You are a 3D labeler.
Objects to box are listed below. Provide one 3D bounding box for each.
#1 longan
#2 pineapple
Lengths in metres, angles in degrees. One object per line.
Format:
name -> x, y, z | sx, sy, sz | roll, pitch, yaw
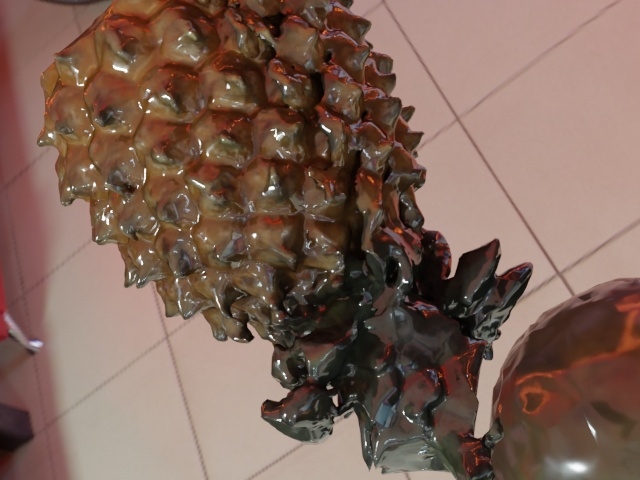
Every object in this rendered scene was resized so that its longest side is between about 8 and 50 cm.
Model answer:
longan -> 0.396, 0.247, 1.046 | 0.404, 0.436, 0.404 | -38, 20, 17
pineapple -> 0.000, 0.000, 0.522 | 0.223, 0.223, 0.357 | -42, 76, 13
